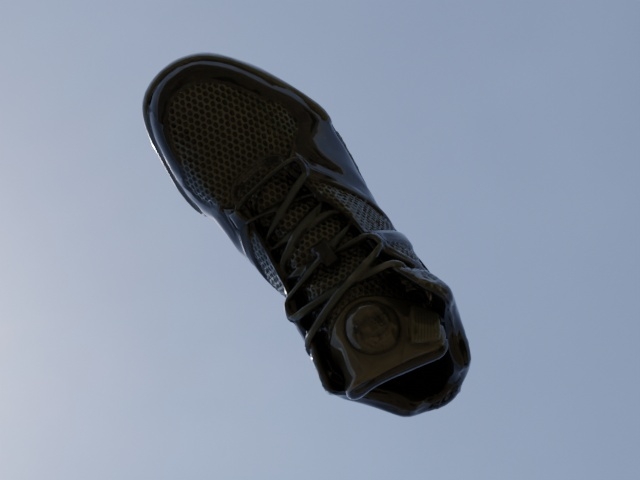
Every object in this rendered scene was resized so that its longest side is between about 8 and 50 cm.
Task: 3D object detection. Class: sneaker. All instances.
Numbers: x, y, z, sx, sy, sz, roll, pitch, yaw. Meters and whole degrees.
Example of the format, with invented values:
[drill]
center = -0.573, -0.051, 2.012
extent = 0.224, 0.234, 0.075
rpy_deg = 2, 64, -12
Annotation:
[sneaker]
center = 0.000, 0.000, 0.818
extent = 0.087, 0.130, 0.227
rpy_deg = -37, -76, 0
